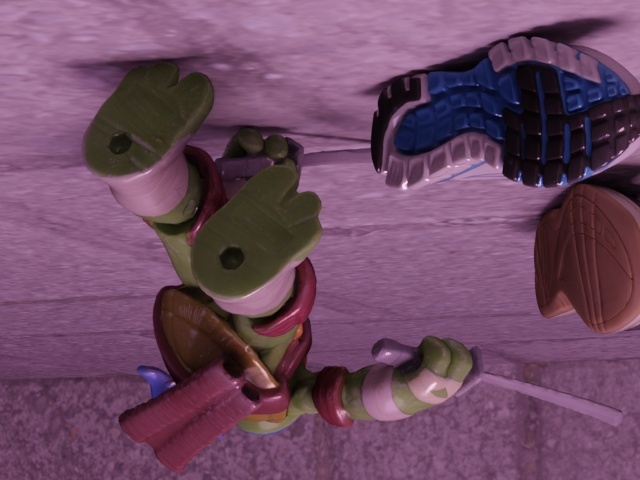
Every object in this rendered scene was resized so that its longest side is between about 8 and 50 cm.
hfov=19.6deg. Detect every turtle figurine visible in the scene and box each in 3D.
[{"bbox_3d":[0.000,0.000,0.995,0.275,0.198,0.266,-12,154,8],"label":"turtle figurine"}]

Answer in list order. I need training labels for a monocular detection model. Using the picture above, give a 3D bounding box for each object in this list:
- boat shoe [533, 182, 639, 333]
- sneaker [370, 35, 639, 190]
[{"bbox_3d":[0.215,0.013,1.288,0.092,0.103,0.285,-5,176,-5],"label":"boat shoe"},{"bbox_3d":[0.107,-0.061,0.910,0.083,0.071,0.191,-3,-178,-31],"label":"sneaker"}]
